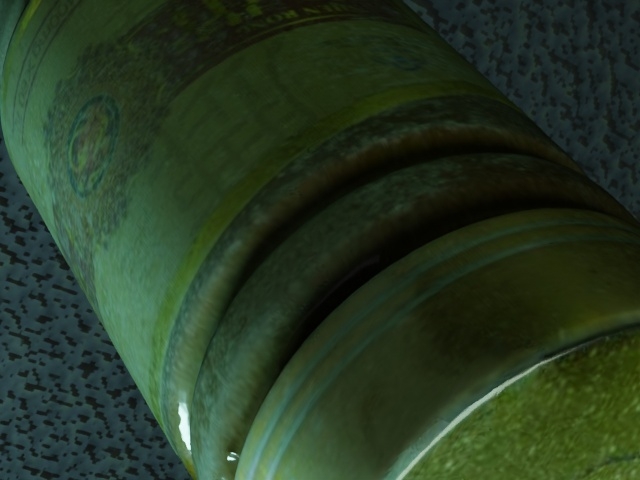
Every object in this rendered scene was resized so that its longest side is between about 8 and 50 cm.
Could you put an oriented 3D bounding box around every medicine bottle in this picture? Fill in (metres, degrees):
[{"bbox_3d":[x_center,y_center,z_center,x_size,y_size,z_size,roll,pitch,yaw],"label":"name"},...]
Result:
[{"bbox_3d":[0.000,0.000,0.557,0.151,0.322,0.151,-14,127,-20],"label":"medicine bottle"}]
